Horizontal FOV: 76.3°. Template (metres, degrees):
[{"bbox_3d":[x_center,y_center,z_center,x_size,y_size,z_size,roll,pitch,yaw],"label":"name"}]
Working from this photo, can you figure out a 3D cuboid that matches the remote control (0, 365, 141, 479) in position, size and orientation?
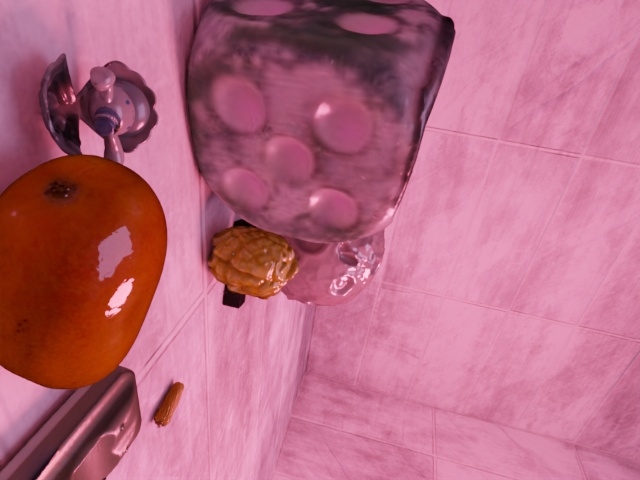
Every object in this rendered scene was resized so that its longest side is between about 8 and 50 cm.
[{"bbox_3d":[-0.281,0.276,0.384,0.335,0.065,0.128,-66,165,-58],"label":"remote control"}]

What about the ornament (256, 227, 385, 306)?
[{"bbox_3d":[0.000,0.000,1.035,0.337,0.337,0.337,12,90,-83],"label":"ornament"}]

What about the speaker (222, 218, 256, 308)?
[{"bbox_3d":[-0.178,0.051,0.899,0.046,0.040,0.191,-56,157,-77],"label":"speaker"}]

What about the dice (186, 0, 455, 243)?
[{"bbox_3d":[0.009,-0.218,0.678,0.330,0.348,0.328,94,13,-45],"label":"dice"}]

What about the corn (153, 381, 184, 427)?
[{"bbox_3d":[-0.262,0.284,0.703,0.083,0.028,0.027,-75,168,-50],"label":"corn"}]

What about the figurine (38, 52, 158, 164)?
[{"bbox_3d":[-0.190,-0.108,0.351,0.086,0.082,0.094,-118,-152,-67],"label":"figurine"}]

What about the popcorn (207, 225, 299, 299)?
[{"bbox_3d":[-0.136,0.045,0.789,0.173,0.173,0.142,48,38,-81],"label":"popcorn"}]

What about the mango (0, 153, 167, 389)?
[{"bbox_3d":[-0.205,0.037,0.346,0.151,0.120,0.221,-56,166,-73],"label":"mango"}]
